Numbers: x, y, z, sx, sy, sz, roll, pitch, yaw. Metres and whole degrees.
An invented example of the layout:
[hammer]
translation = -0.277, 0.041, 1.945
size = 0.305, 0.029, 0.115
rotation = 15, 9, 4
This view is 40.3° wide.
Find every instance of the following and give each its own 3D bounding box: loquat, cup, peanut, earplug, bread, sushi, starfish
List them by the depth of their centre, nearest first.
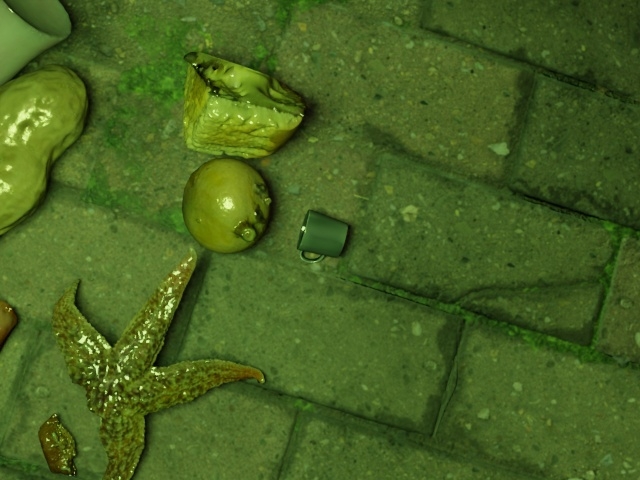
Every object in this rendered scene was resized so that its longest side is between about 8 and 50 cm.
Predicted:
[peanut]
translation = -0.546, -0.141, 1.514
size = 0.192, 0.169, 0.387
rotation = 29, 83, 32
[earplug]
translation = -0.599, -0.323, 1.518
size = 0.301, 0.172, 0.172
rotation = -37, 90, 20
[bread]
translation = -0.136, -0.227, 1.543
size = 0.204, 0.262, 0.162
rotation = 5, 117, -18
[starfish]
translation = -0.323, 0.233, 1.543
size = 0.384, 0.132, 0.398
rotation = -29, 92, -11
[loquat]
translation = -0.161, -0.057, 1.546
size = 0.150, 0.204, 0.172
rotation = -1, 118, -35
[sushi]
translation = -0.462, 0.363, 1.548
size = 0.060, 0.061, 0.118
rotation = -17, 114, -5
[cup]
translation = 0.000, 0.000, 1.611
size = 0.077, 0.078, 0.100
rotation = 17, 118, -8

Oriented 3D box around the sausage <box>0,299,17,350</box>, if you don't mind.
[sausage]
translation = -0.636, 0.235, 1.530
size = 0.089, 0.083, 0.300
rotation = 29, 81, 4
